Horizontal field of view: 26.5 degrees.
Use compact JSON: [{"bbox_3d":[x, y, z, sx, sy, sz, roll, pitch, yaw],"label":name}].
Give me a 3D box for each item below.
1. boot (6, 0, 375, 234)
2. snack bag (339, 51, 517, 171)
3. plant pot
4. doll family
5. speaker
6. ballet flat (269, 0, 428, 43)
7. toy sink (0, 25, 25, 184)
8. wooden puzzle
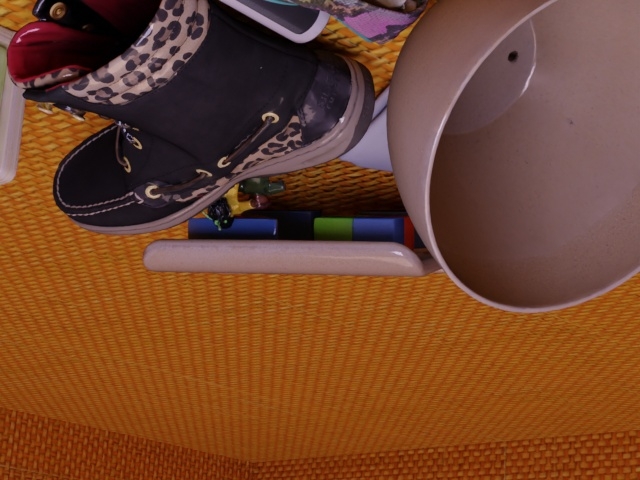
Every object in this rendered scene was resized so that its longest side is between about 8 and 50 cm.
[{"bbox_3d":[-0.174,-0.125,1.261,0.377,0.138,0.284,-13,157,33],"label":"boot"},{"bbox_3d":[0.223,-0.116,1.383,0.342,0.037,0.323,9,162,-14],"label":"snack bag"},{"bbox_3d":[0.164,-0.110,1.106,0.284,0.284,0.191,17,-161,-36],"label":"plant pot"},{"bbox_3d":[-0.138,-0.059,1.485,0.193,0.076,0.111,9,130,18],"label":"doll family"},{"bbox_3d":[-0.054,-0.212,1.111,0.055,0.055,0.136,-12,156,40],"label":"speaker"},{"bbox_3d":[0.006,-0.217,1.074,0.079,0.077,0.221,-33,149,32],"label":"ballet flat"},{"bbox_3d":[-0.358,-0.128,1.268,0.131,0.153,0.234,-11,156,38],"label":"toy sink"},{"bbox_3d":[0.000,0.000,1.619,0.322,0.081,0.348,0,179,18],"label":"wooden puzzle"}]
